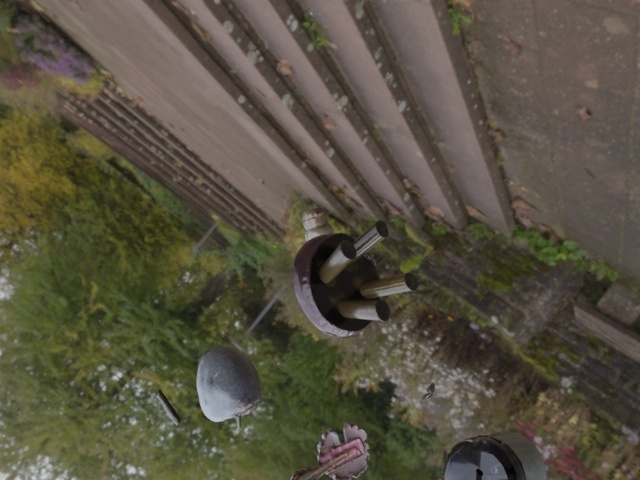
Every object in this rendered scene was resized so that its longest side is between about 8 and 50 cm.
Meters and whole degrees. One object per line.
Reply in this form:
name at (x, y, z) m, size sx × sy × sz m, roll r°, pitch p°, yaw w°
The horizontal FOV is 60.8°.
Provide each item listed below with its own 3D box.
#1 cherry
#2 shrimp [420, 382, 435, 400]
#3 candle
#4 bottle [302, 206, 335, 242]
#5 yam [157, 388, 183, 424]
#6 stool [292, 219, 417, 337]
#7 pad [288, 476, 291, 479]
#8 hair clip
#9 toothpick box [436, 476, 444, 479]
cherry at (-0.317, 0.508, 1.893) m, size 0.296 × 0.218 × 0.255 m, roll 60°, pitch -178°, yaw 18°
shrimp at (0.455, 0.638, 2.280) m, size 0.038 × 0.092 × 0.029 m, roll 10°, pitch 143°, yaw 55°
candle at (0.516, 0.668, 1.575) m, size 0.342 × 0.222 × 0.221 m, roll 13°, pitch -162°, yaw -49°
bottle at (0.000, 0.000, 1.739) m, size 0.110 × 0.097 × 0.209 m, roll -15°, pitch 92°, yaw 62°
yam at (-0.506, 0.554, 1.816) m, size 0.130 × 0.027 × 0.033 m, roll 55°, pitch 176°, yaw 4°
stool at (0.086, 0.092, 1.335) m, size 0.272 × 0.272 × 0.178 m, roll 40°, pitch 138°, yaw -24°
pad at (-0.010, 0.852, 1.696) m, size 0.264 × 0.009 × 0.159 m, roll 32°, pitch -165°, yaw 10°
hair clip at (0.021, 0.673, 1.653) m, size 0.069 × 0.300 × 0.173 m, roll -12°, pitch 94°, yaw 55°
toothpick box at (0.399, 0.788, 1.715) m, size 0.083 × 0.047 × 0.047 m, roll 61°, pitch -173°, yaw 25°
